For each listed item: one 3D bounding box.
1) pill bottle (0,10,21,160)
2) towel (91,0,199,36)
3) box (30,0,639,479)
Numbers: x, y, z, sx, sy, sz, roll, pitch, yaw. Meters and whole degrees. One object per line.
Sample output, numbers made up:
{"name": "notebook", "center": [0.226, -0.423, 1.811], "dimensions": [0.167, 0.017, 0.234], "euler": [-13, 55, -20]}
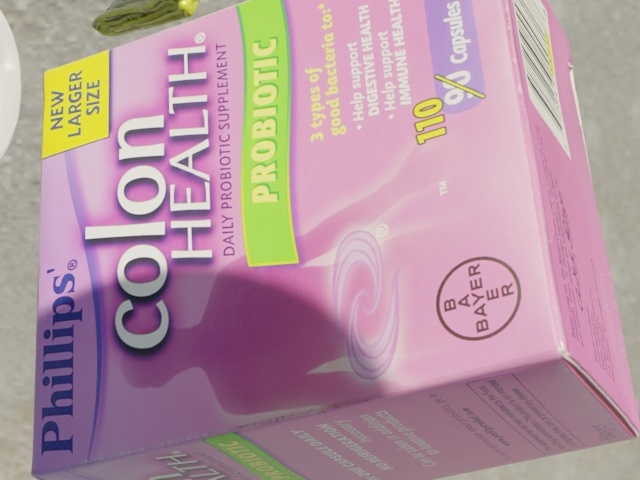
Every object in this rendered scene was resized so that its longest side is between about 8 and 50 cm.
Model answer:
{"name": "pill bottle", "center": [-0.222, -0.071, 0.598], "dimensions": [0.094, 0.169, 0.094], "euler": [-27, 121, -58]}
{"name": "towel", "center": [-0.053, -0.221, 0.827], "dimensions": [0.021, 0.102, 0.237], "euler": [41, 66, -30]}
{"name": "box", "center": [0.000, 0.000, 0.644], "dimensions": [0.117, 0.243, 0.213], "euler": [41, 39, -54]}
